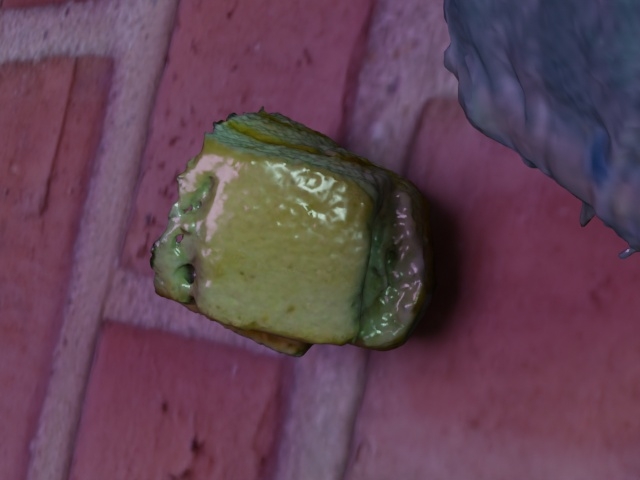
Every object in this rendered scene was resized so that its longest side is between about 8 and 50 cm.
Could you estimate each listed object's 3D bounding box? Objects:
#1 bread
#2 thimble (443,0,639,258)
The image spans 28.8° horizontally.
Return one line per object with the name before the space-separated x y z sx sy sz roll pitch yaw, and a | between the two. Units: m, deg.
bread | 0.003 0.000 0.564 0.110 0.156 0.103 17 100 13
thimble | 0.139 -0.103 0.375 0.143 0.198 0.235 38 101 45
